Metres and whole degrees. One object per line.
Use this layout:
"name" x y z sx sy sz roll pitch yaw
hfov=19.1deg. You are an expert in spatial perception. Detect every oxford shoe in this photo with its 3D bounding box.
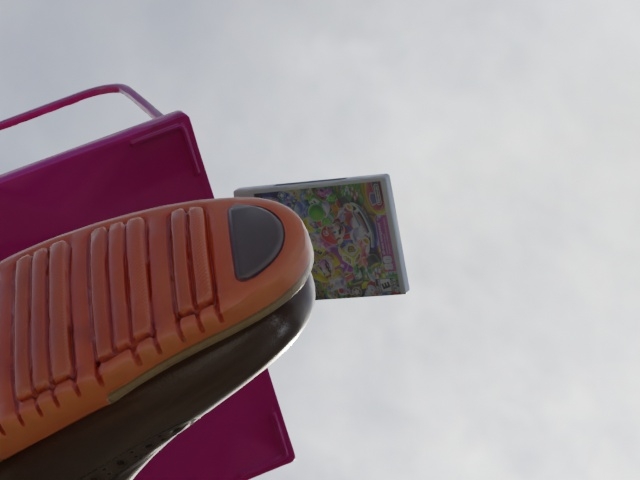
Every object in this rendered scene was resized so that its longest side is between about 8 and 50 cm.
"oxford shoe" -0.140 0.108 0.834 0.363 0.130 0.133 -31 -61 15

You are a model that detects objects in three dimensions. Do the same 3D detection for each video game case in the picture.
"video game case" 0.000 0.000 1.363 0.122 0.011 0.087 -5 -77 26

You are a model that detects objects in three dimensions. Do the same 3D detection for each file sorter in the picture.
"file sorter" -0.176 0.050 1.461 0.202 0.182 0.291 -21 -68 -12
